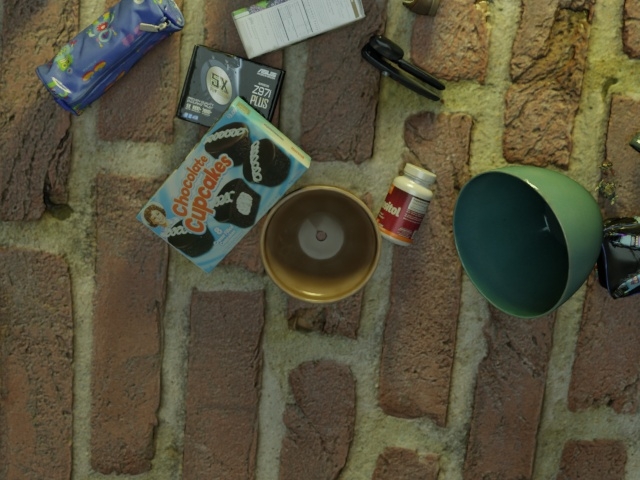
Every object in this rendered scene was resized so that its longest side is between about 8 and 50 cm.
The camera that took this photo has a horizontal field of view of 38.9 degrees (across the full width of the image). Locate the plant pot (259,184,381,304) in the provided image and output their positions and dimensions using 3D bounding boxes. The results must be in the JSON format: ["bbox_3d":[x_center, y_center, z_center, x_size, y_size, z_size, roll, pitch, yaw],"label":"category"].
[{"bbox_3d":[0.000,0.000,1.803,0.237,0.110,0.237,0,102,0],"label":"plant pot"}]

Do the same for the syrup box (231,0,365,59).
[{"bbox_3d":[-0.039,-0.427,1.722,0.237,0.093,0.096,-20,101,5],"label":"syrup box"}]

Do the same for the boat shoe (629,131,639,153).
[{"bbox_3d":[0.709,-0.120,1.774,0.079,0.095,0.254,-41,97,7],"label":"boat shoe"}]

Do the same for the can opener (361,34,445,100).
[{"bbox_3d":[0.160,-0.329,1.759,0.186,0.073,0.059,35,92,-15],"label":"can opener"}]

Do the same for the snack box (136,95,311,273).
[{"bbox_3d":[-0.191,-0.102,1.762,0.187,0.060,0.322,39,116,-12],"label":"snack box"}]

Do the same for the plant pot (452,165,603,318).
[{"bbox_3d":[0.424,-0.020,1.733,0.195,0.290,0.290,-21,103,-31],"label":"plant pot"}]

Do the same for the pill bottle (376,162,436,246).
[{"bbox_3d":[0.170,-0.072,1.798,0.086,0.086,0.152,23,101,-4],"label":"pill bottle"}]

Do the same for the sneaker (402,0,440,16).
[{"bbox_3d":[0.206,-0.523,1.712,0.071,0.066,0.188,11,101,0],"label":"sneaker"}]

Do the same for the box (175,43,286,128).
[{"bbox_3d":[-0.173,-0.285,1.762,0.180,0.077,0.147,17,101,-3],"label":"box"}]

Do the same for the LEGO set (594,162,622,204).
[{"bbox_3d":[0.577,-0.113,1.818,0.054,0.023,0.083,8,89,-3],"label":"LEGO set"}]

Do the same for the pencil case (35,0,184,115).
[{"bbox_3d":[-0.396,-0.366,1.723,0.306,0.133,0.119,-37,132,9],"label":"pencil case"}]

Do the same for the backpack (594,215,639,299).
[{"bbox_3d":[0.637,0.023,1.794,0.173,0.117,0.158,-12,101,4],"label":"backpack"}]
